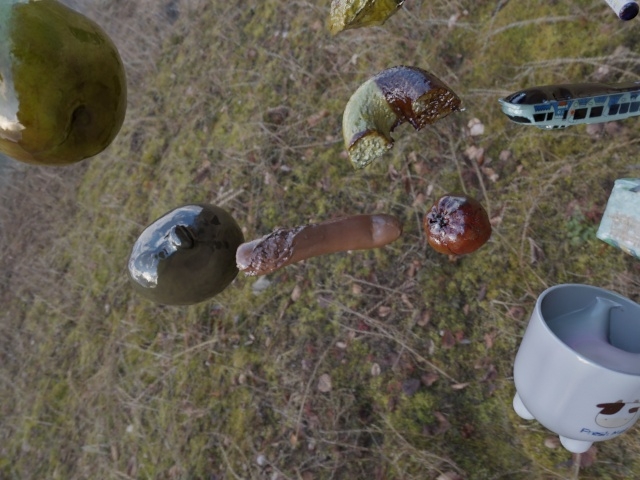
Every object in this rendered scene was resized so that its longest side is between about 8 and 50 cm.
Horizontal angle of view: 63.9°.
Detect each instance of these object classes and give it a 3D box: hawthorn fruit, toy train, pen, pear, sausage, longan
[{"bbox_3d":[0.324,-0.033,1.184,0.148,0.172,0.148,-22,62,50],"label":"hawthorn fruit"},{"bbox_3d":[0.295,-0.155,0.585,0.043,0.207,0.047,-127,32,-56],"label":"toy train"},{"bbox_3d":[0.498,-0.452,0.905,0.033,0.033,0.269,-33,32,32],"label":"pen"},{"bbox_3d":[-0.323,-0.183,0.597,0.200,0.200,0.200,-29,47,35],"label":"pear"},{"bbox_3d":[0.000,0.001,0.895,0.078,0.304,0.078,166,90,-73],"label":"sausage"},{"bbox_3d":[-0.329,0.038,1.274,0.243,0.300,0.300,48,109,7],"label":"longan"}]

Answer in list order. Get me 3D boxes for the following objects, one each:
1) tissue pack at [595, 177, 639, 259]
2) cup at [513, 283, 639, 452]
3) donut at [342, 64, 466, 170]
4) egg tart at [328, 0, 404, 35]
[{"bbox_3d":[0.600,0.007,0.724,0.311,0.227,0.128,-130,46,-62],"label":"tissue pack"},{"bbox_3d":[0.298,0.139,0.563,0.134,0.173,0.142,47,141,45],"label":"cup"},{"bbox_3d":[0.118,-0.232,0.904,0.217,0.085,0.141,-34,56,13],"label":"donut"},{"bbox_3d":[0.139,-0.611,1.163,0.352,0.150,0.352,-58,15,25],"label":"egg tart"}]
